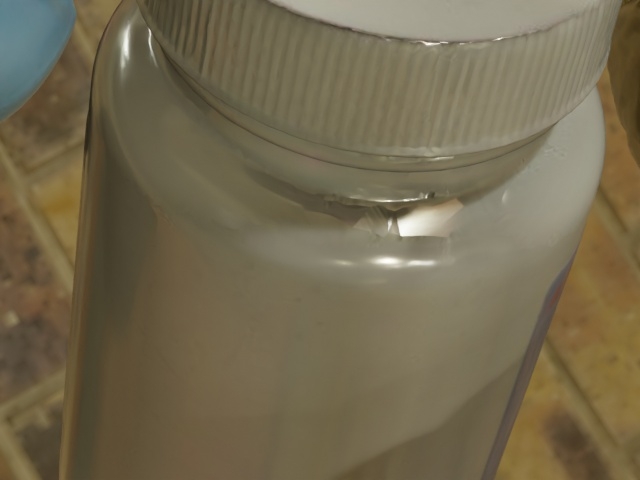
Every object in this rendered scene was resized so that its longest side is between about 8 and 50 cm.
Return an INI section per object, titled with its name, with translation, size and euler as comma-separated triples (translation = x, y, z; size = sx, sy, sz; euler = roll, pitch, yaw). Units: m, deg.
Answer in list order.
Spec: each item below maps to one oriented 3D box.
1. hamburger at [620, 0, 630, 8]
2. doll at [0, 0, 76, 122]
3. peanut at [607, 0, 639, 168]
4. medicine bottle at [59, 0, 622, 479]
[hamburger]
translation = 0.190, -0.155, 0.876
size = 0.115, 0.162, 0.162
euler = 41, -21, 13
[doll]
translation = -0.180, -0.162, 0.843
size = 0.177, 0.314, 0.141
euler = 15, -21, 1
[peanut]
translation = 0.217, -0.075, 0.663
size = 0.196, 0.233, 0.110
euler = -79, 160, -62
[medicine bottle]
translation = 0.000, 0.000, 0.402
size = 0.103, 0.103, 0.186
euler = 49, -34, 31
